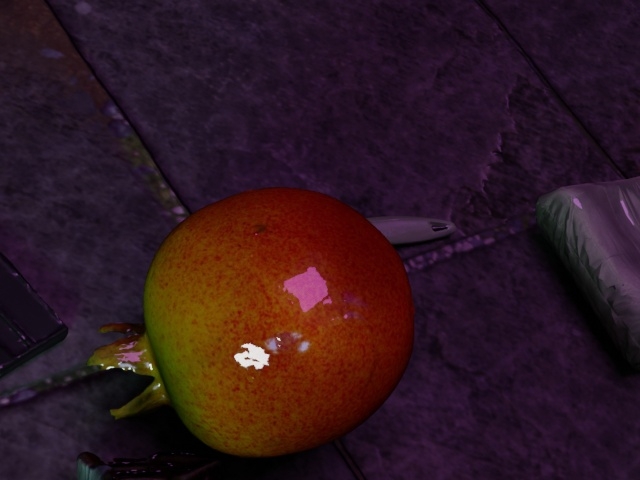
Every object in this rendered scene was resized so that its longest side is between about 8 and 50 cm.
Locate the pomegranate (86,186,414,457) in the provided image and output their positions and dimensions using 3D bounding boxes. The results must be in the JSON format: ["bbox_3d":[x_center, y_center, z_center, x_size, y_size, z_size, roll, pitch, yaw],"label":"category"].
[{"bbox_3d":[-0.053,0.069,1.239,0.257,0.221,0.221,-19,57,-3],"label":"pomegranate"}]

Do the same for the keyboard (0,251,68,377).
[{"bbox_3d":[-0.312,0.007,1.301,0.250,0.017,0.087,43,48,15],"label":"keyboard"}]

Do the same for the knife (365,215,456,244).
[{"bbox_3d":[0.001,-0.001,1.456,0.293,0.020,0.043,-2,54,-26],"label":"knife"}]

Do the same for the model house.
[{"bbox_3d":[-0.094,0.214,1.161,0.152,0.106,0.165,0,56,-23],"label":"model house"}]

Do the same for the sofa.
[{"bbox_3d":[0.356,-0.006,1.518,0.225,0.176,0.210,-8,56,-31],"label":"sofa"}]
